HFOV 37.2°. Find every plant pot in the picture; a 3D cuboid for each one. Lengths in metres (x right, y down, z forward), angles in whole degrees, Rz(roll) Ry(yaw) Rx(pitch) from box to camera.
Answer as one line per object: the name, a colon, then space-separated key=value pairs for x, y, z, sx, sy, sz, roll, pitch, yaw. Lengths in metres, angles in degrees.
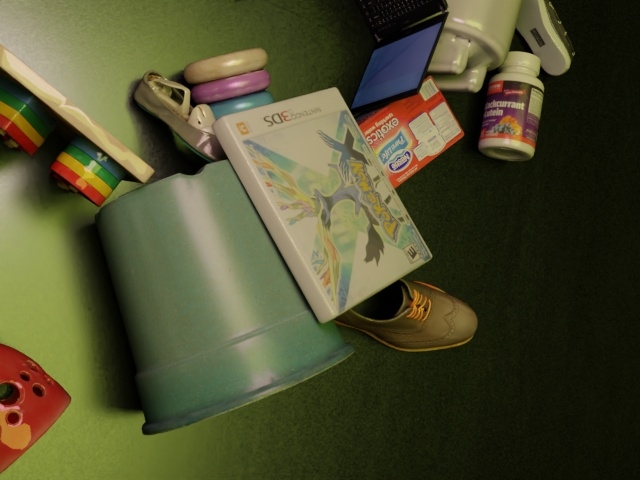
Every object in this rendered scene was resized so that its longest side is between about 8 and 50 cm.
plant pot: x=-0.165 y=0.072 z=1.439 sx=0.341 sy=0.341 sz=0.334 roll=-20 pitch=88 yaw=-27
plant pot: x=-0.477 y=0.228 z=1.334 sx=0.191 sy=0.191 sz=0.174 roll=-45 pitch=98 yaw=-22

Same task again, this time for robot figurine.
robot figurine: x=0.268 y=-0.447 z=1.737 sx=0.300 sy=0.199 sz=0.353 roll=34 pitch=70 yaw=-54

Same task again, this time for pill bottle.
pill bottle: x=0.371 y=-0.259 z=1.832 sx=0.108 sy=0.108 sz=0.193 roll=15 pitch=80 yaw=-26

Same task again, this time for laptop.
laptop: x=0.095 y=-0.376 z=1.626 sx=0.136 sy=0.234 sz=0.264 roll=-33 pitch=103 yaw=-25

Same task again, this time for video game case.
video game case: x=0.014 y=-0.068 z=1.457 sx=0.300 sy=0.036 sz=0.329 roll=-26 pitch=86 yaw=-52

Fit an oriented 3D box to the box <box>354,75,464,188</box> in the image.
box: x=0.109 y=-0.166 z=1.685 sx=0.257 sy=0.122 sz=0.128 roll=-38 pitch=103 yaw=-23

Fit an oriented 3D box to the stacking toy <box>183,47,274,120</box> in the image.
stacking toy: x=-0.122 y=-0.142 z=1.573 sx=0.141 sy=0.141 sz=0.330 roll=-18 pitch=102 yaw=-27

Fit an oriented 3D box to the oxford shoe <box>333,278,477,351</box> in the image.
oxford shoe: x=0.145 y=0.127 z=1.683 sx=0.363 sy=0.132 sz=0.130 roll=12 pitch=81 yaw=-26

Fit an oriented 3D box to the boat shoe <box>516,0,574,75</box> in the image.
boat shoe: x=0.442 y=-0.442 z=1.901 sx=0.228 sy=0.080 sz=0.076 roll=56 pitch=49 yaw=-11

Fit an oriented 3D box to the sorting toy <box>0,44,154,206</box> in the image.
sorting toy: x=-0.387 y=-0.149 z=1.360 sx=0.257 sy=0.255 sz=0.089 roll=41 pitch=80 yaw=-20

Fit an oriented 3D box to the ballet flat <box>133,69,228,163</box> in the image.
ballet flat: x=-0.210 y=-0.197 z=1.494 sx=0.072 sy=0.213 sz=0.068 roll=-16 pitch=139 yaw=-57
